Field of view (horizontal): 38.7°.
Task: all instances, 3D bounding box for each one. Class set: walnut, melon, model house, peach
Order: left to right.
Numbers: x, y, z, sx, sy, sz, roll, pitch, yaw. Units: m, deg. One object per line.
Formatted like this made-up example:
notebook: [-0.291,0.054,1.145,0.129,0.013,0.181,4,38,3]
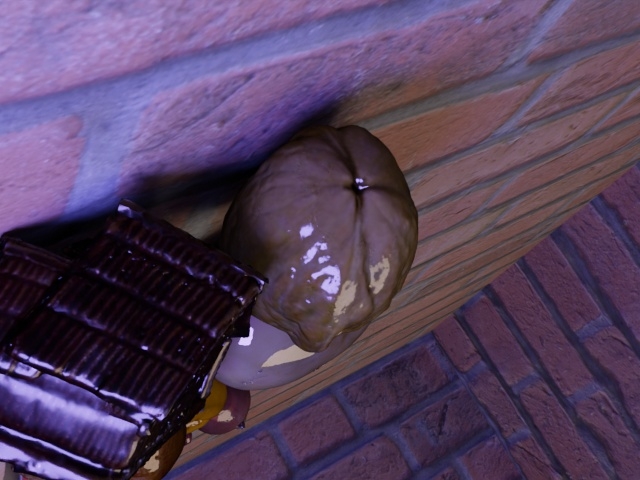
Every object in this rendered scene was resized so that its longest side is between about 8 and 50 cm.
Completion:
model house: [-0.234,0.077,0.990,0.282,0.317,0.297,-62,-175,24]
peach: [-0.258,0.294,1.657,0.179,0.103,0.179,-19,162,-7]
melon: [-0.054,0.087,1.323,0.317,0.223,0.223,-33,167,-16]
walnut: [0.000,0.000,1.079,0.227,0.282,0.283,0,155,-19]

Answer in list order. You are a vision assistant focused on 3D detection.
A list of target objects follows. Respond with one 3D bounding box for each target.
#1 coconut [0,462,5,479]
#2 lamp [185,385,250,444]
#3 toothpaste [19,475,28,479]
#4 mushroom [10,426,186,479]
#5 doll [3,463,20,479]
coconut: [-0.499,0.281,1.204,0.147,0.147,0.153,-35,167,11]
lamp: [-0.253,0.355,2.006,0.223,0.151,0.215,42,78,-44]
toothpaste: [-0.417,0.299,1.362,0.089,0.057,0.234,-21,125,-42]
mushroom: [-0.284,0.218,1.256,0.255,0.267,0.267,-9,155,-37]
doll: [-0.499,0.364,1.452,0.177,0.161,0.261,-43,163,33]
